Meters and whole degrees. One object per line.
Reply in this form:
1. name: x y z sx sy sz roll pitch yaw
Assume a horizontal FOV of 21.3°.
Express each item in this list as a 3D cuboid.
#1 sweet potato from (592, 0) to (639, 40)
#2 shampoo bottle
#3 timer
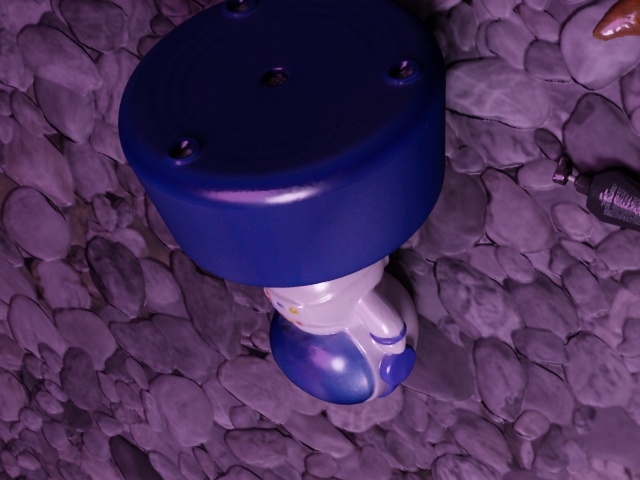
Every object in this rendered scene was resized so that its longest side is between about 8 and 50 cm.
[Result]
1. sweet potato: 0.365 -0.155 1.170 0.355 0.095 0.106 16 82 29
2. shampoo bottle: 0.254 -0.030 1.390 0.137 0.027 0.048 25 118 24
3. timer: 0.000 0.000 1.489 0.270 0.270 0.383 17 141 30
